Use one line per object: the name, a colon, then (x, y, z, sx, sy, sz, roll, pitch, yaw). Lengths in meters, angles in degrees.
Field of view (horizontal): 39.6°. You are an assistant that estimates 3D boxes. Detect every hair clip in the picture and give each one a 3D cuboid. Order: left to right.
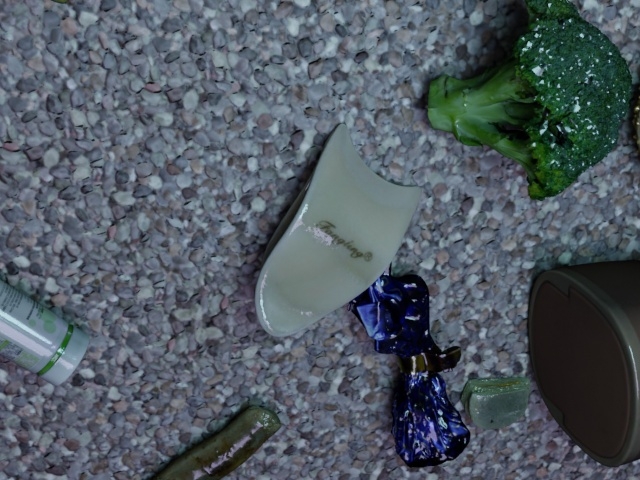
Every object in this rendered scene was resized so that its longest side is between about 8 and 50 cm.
hair clip: (0.008, 0.002, 1.245, 0.172, 0.113, 0.282, 38, 100, -24)

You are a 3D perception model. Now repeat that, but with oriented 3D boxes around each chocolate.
chocolate: (0.139, 0.172, 1.353, 0.148, 0.126, 0.343, -15, 110, 4)

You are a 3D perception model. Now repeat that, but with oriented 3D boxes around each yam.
yam: (-0.197, 0.361, 1.381, 0.317, 0.071, 0.067, -38, 79, 6)

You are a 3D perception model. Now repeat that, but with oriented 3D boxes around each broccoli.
broccoli: (0.273, -0.197, 1.176, 0.269, 0.269, 0.254, -15, 111, -6)

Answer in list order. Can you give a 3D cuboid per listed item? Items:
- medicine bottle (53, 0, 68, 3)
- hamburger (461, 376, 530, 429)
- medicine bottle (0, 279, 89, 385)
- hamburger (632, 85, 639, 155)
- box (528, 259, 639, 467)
medicine bottle: (-0.251, -0.435, 0.975, 0.151, 0.151, 0.322, 35, 102, -23)
hamburger: (0.290, 0.271, 1.459, 0.121, 0.054, 0.084, -6, 113, -18)
medicine bottle: (-0.416, 0.118, 1.216, 0.183, 0.086, 0.086, 38, 100, -24)
hamburger: (0.594, -0.183, 1.265, 0.302, 0.170, 0.302, -3, 115, -6)
box: (0.472, 0.166, 1.332, 0.216, 0.301, 0.301, -12, 115, -16)
